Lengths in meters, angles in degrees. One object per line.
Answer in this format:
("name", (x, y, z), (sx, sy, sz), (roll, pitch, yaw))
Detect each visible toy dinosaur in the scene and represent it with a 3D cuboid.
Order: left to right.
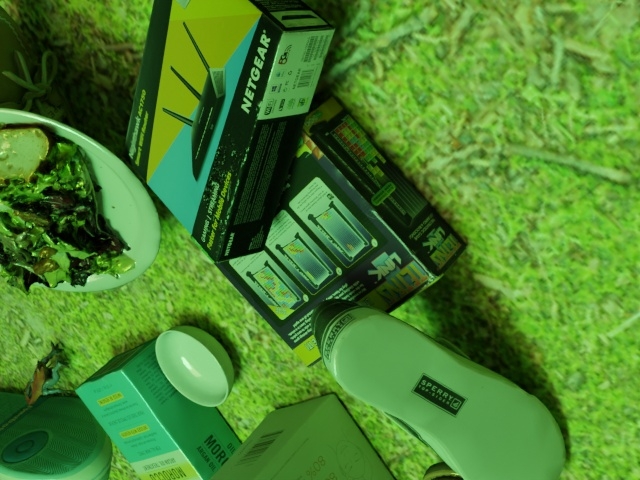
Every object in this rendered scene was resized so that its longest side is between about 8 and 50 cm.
("toy dinosaur", (-0.300, 0.146, 1.077), (0.082, 0.090, 0.047), (-47, 68, 17))

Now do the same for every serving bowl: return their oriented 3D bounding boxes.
("serving bowl", (-0.109, 0.109, 0.920), (0.083, 0.027, 0.083), (22, 131, 27))

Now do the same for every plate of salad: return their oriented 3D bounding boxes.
("plate of salad", (-0.223, -0.019, 0.785), (0.200, 0.048, 0.199), (7, 137, 6))

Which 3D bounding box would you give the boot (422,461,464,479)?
("boot", (0.161, 0.312, 0.786), (0.112, 0.115, 0.305), (-22, 103, 48))

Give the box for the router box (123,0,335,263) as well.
("router box", (-0.069, -0.095, 0.679), (0.133, 0.046, 0.179), (46, 132, 33))

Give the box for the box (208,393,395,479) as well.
("box", (-0.004, 0.240, 0.854), (0.091, 0.130, 0.170), (-25, 102, 46))

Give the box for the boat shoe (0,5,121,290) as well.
("boat shoe", (-0.231, -0.075, 0.841), (0.089, 0.104, 0.285), (10, 137, 25))

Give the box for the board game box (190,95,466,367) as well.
("board game box", (0.000, 0.000, 0.737), (0.141, 0.048, 0.170), (48, 137, -2))

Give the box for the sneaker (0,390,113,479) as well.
("sneaker", (-0.301, 0.286, 1.140), (0.319, 0.127, 0.208), (2, 120, 49))

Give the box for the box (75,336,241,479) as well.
("box", (-0.127, 0.216, 0.988), (0.100, 0.060, 0.244), (-26, 101, 47))

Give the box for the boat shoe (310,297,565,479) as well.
("boat shoe", (0.085, 0.107, 0.712), (0.219, 0.077, 0.070), (39, 180, -24))
